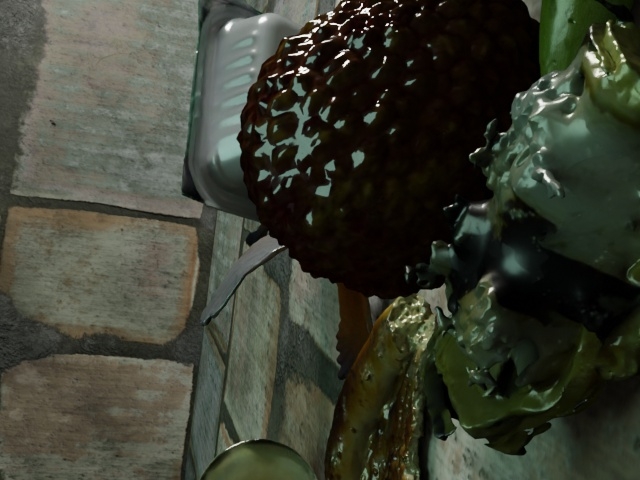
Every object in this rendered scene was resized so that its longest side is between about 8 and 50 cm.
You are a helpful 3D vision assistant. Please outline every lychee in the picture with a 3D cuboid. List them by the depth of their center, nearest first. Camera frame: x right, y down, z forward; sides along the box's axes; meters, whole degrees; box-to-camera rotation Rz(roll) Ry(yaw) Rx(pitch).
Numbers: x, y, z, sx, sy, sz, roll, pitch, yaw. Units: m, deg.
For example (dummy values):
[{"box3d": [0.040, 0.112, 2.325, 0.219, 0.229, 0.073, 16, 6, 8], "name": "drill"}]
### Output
[{"box3d": [0.055, -0.084, 0.675, 0.271, 0.236, 0.236, -50, 26, 21], "name": "lychee"}]

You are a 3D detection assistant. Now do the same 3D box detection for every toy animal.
[{"box3d": [0.013, -0.015, 1.055, 0.302, 0.225, 0.284, -52, 24, 25], "name": "toy animal"}]

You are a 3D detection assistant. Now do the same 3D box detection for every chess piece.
[{"box3d": [-0.106, 0.390, 1.283, 0.330, 0.182, 0.182, 124, 150, -73], "name": "chess piece"}]

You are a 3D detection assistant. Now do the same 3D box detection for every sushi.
[{"box3d": [0.137, 0.015, 0.490, 0.139, 0.131, 0.291, -97, 27, -50], "name": "sushi"}]

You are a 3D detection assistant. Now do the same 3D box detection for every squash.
[{"box3d": [0.174, -0.185, 0.552, 0.066, 0.066, 0.201, -127, 45, -71], "name": "squash"}]

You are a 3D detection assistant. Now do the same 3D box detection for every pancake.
[{"box3d": [0.063, 0.210, 0.855, 0.244, 0.057, 0.266, -97, 20, -43], "name": "pancake"}]

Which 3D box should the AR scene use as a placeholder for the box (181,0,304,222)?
[{"box3d": [-0.057, -0.194, 1.266, 0.106, 0.264, 0.336, -17, 64, 45], "name": "box"}]
